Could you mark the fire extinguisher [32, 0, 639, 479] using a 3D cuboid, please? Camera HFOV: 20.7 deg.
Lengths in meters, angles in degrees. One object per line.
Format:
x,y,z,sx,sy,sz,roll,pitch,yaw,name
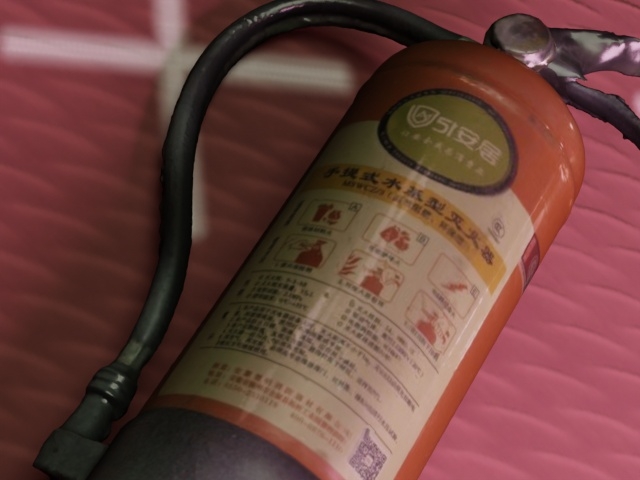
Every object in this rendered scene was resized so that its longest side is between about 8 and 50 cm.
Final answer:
0.005,-0.004,0.767,0.200,0.113,0.376,37,57,-1,fire extinguisher
